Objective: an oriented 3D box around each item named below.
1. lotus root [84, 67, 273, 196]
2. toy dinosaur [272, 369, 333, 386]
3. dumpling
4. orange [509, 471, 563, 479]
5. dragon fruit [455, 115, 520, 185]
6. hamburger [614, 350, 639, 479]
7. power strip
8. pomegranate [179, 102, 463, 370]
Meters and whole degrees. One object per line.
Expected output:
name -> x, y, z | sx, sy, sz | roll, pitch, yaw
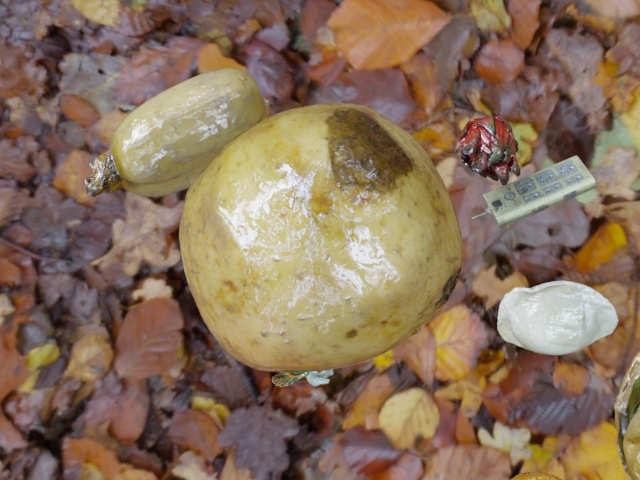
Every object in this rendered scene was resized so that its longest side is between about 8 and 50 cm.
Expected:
lotus root -> -0.240, -0.171, 1.349 | 0.343, 0.169, 0.151 | -29, 66, -11
toy dinosaur -> -0.045, 0.233, 1.432 | 0.187, 0.106, 0.044 | 5, 110, 33
dumpling -> 0.496, 0.155, 1.715 | 0.252, 0.131, 0.179 | -2, 124, 21
orange -> 0.499, 0.630, 1.824 | 0.219, 0.219, 0.193 | 33, 122, 9
dragon fruit -> 0.333, -0.185, 1.620 | 0.130, 0.142, 0.121 | -25, 133, -1
hamburger -> 0.522, 0.180, 1.062 | 0.330, 0.162, 0.209 | -29, 106, 9
power strip -> 0.442, -0.096, 1.700 | 0.268, 0.034, 0.092 | -23, 45, 5
pomegranate -> 0.000, 0.000, 0.794 | 0.281, 0.281, 0.281 | 1, 94, 13
